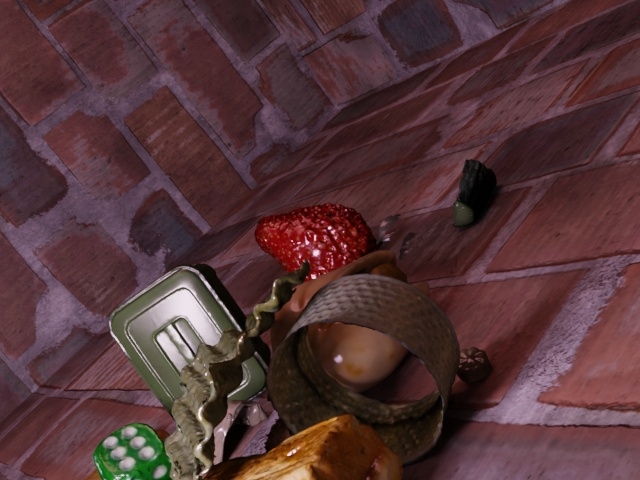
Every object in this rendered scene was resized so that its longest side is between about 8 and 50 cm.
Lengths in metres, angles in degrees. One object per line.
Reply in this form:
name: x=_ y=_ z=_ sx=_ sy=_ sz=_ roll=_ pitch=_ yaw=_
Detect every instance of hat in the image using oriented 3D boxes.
hat: x=-0.204 y=0.373 z=1.682 sx=0.147 sy=0.085 sz=0.175 roll=-47 pitch=19 yaw=-30

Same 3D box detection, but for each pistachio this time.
pistachio: x=0.056 y=0.150 z=1.510 sx=0.321 sy=0.229 sz=0.238 roll=-36 pitch=-20 yaw=-27

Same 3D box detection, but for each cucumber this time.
cucumber: x=0.343 y=-0.109 z=1.889 sx=0.193 sy=0.086 sz=0.115 roll=-55 pitch=-21 yaw=-45

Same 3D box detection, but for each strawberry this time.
strawberry: x=-0.003 y=0.003 z=2.040 sx=0.261 sy=0.257 sz=0.261 roll=-37 pitch=6 yaw=5

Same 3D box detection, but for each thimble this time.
thimble: x=0.070 y=0.192 z=1.255 sx=0.271 sy=0.270 sz=0.150 roll=-28 pitch=15 yaw=32

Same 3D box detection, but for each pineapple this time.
pineapple: x=-0.038 y=0.314 z=1.435 sx=0.125 sy=0.125 sz=0.251 roll=-35 pitch=10 yaw=9

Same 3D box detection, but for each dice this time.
dice: x=-0.363 y=0.446 z=1.662 sx=0.131 sy=0.120 sz=0.128 roll=-25 pitch=40 yaw=-25

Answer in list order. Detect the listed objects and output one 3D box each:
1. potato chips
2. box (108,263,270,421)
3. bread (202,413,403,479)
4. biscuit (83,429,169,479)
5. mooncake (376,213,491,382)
potato chips: x=-0.146 y=0.202 z=1.300 sx=0.373 sy=0.097 sz=0.389 roll=-63 pitch=8 yaw=-26
box: x=-0.272 y=0.225 z=1.864 sx=0.253 sy=0.328 sz=0.178 roll=-33 pitch=3 yaw=11
bread: x=-0.047 y=0.373 z=1.200 sx=0.344 sy=0.148 sz=0.195 roll=-30 pitch=10 yaw=38
biscuit: x=-0.459 y=0.545 z=1.815 sx=0.351 sy=0.057 sz=0.312 roll=-39 pitch=14 yaw=-6
mooncake: x=0.188 y=0.093 z=1.408 sx=0.150 sy=0.057 sz=0.347 roll=-33 pitch=51 yaw=-19
